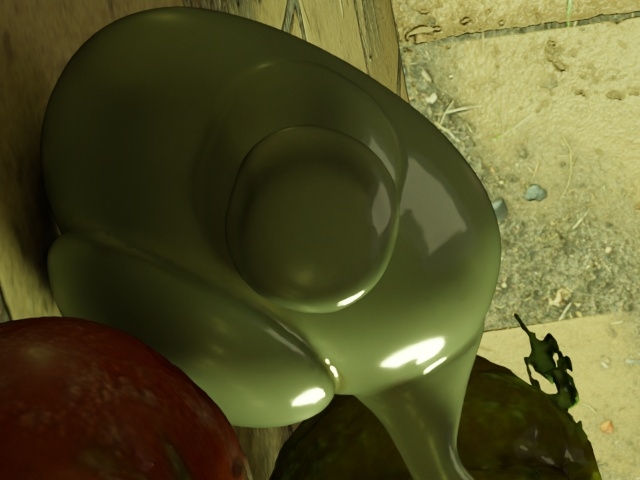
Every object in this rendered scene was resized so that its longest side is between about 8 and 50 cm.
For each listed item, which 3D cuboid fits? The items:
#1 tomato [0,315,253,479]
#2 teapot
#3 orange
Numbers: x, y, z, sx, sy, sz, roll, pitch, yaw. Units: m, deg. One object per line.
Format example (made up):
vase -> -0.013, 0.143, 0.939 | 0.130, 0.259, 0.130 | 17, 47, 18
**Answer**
tomato -> -0.067, 0.142, 0.676 | 0.237, 0.095, 0.236 | -8, 90, -83
teapot -> -0.034, -0.016, 0.742 | 0.149, 0.220, 0.318 | -63, 160, -16
orange -> 0.069, 0.218, 1.144 | 0.300, 0.223, 0.301 | -99, -177, -46
